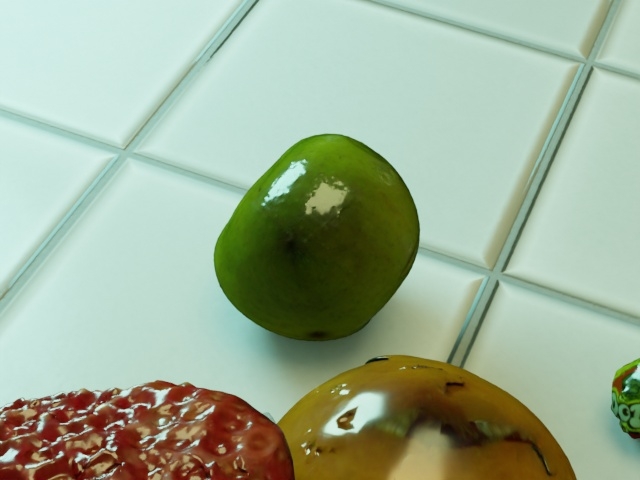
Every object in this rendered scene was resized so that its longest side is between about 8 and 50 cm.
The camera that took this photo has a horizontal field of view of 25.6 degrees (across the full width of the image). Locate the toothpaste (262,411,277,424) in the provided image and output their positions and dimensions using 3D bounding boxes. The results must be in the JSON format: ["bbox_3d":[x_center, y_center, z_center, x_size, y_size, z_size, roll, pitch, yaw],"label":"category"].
[{"bbox_3d":[-0.164,0.203,1.109,0.314,0.056,0.058,-13,86,-25],"label":"toothpaste"}]

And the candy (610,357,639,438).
[{"bbox_3d":[0.385,0.117,1.267,0.305,0.083,0.091,-13,28,-32],"label":"candy"}]

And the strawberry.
[{"bbox_3d":[-0.172,0.246,0.900,0.310,0.292,0.292,-9,45,-22],"label":"strawberry"}]

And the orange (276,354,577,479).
[{"bbox_3d":[0.067,0.202,0.991,0.246,0.246,0.246,4,42,-3],"label":"orange"}]

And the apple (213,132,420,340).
[{"bbox_3d":[0.000,0.000,1.249,0.157,0.196,0.196,34,45,-4],"label":"apple"}]
